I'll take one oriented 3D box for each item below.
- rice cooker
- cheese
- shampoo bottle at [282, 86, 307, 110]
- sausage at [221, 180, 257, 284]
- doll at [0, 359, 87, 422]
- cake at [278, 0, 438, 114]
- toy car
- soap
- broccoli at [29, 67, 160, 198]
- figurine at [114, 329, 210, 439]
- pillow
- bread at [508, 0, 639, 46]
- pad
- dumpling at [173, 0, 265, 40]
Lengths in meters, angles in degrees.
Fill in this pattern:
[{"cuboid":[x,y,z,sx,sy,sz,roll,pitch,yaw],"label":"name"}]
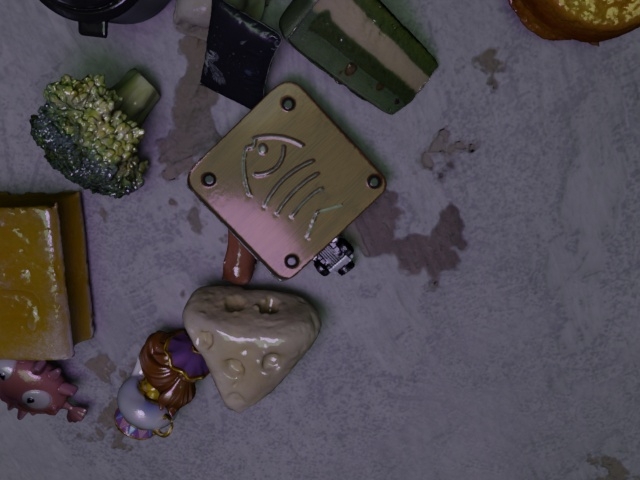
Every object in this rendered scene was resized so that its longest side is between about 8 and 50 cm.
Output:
[{"cuboid":[-0.372,-0.489,1.014,0.241,0.227,0.281,9,106,3],"label":"rice cooker"},{"cuboid":[-0.130,0.181,1.196,0.247,0.174,0.251,-28,107,11],"label":"cheese"},{"cuboid":[-0.073,-0.239,1.150,0.072,0.043,0.099,39,105,-6],"label":"shampoo bottle"},{"cuboid":[-0.158,-0.055,1.194,0.078,0.078,0.304,4,106,4],"label":"sausage"},{"cuboid":[-0.635,0.323,1.327,0.211,0.093,0.262,-36,111,30],"label":"doll"},{"cuboid":[0.067,-0.377,1.097,0.283,0.172,0.158,28,117,-37],"label":"cake"},{"cuboid":[0.000,0.000,1.195,0.080,0.070,0.171,-42,96,14],"label":"toy car"},{"cuboid":[-0.636,0.067,1.235,0.293,0.156,0.335,2,107,0],"label":"soap"},{"cuboid":[-0.413,-0.223,1.124,0.243,0.247,0.263,-50,140,-14],"label":"broccoli"},{"cuboid":[-0.331,0.296,1.270,0.189,0.142,0.263,46,111,28],"label":"figurine"},{"cuboid":[-0.149,-0.326,1.080,0.141,0.055,0.208,30,146,0],"label":"pillow"},{"cuboid":[0.448,-0.478,0.968,0.312,0.172,0.312,1,108,4],"label":"bread"},{"cuboid":[-0.065,-0.110,1.132,0.286,0.018,0.284,-43,96,4],"label":"pad"},{"cuboid":[-0.178,-0.431,1.083,0.155,0.181,0.111,21,70,-25],"label":"dumpling"}]
